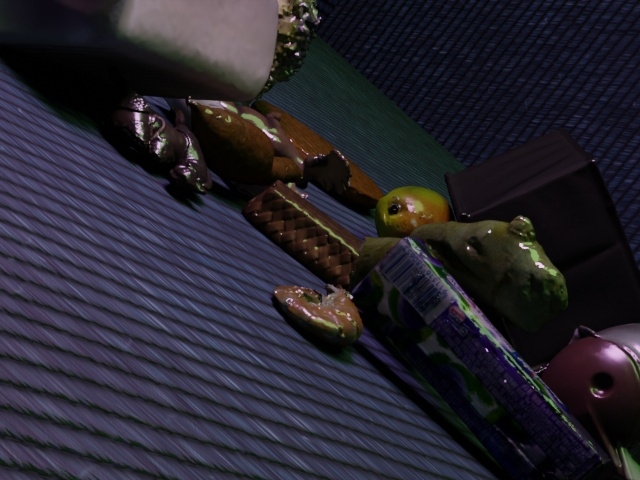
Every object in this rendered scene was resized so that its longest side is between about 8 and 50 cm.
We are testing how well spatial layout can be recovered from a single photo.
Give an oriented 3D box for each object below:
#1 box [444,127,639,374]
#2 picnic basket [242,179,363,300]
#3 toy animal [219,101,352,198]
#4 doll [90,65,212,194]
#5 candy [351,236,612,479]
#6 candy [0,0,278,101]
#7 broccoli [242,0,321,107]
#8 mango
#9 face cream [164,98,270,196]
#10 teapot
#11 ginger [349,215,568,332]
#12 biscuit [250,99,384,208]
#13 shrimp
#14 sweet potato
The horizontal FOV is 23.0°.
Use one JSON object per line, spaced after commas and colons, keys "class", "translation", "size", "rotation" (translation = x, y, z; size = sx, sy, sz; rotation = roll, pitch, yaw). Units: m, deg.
{"class": "box", "translation": [0.319, 0.006, 2.251], "size": [0.345, 0.204, 0.251], "rotation": [-88, 155, -77]}
{"class": "picnic basket", "translation": [0.000, 0.000, 1.854], "size": [0.193, 0.055, 0.110], "rotation": [36, 10, -1]}
{"class": "toy animal", "translation": [-0.069, -0.123, 2.102], "size": [0.214, 0.093, 0.186], "rotation": [27, 9, -19]}
{"class": "doll", "translation": [-0.176, -0.106, 1.722], "size": [0.139, 0.057, 0.165], "rotation": [34, 15, -36]}
{"class": "candy", "translation": [0.161, 0.135, 1.600], "size": [0.312, 0.088, 0.061], "rotation": [50, 13, 17]}
{"class": "candy", "translation": [-0.213, -0.259, 1.814], "size": [0.208, 0.145, 0.359], "rotation": [4, -5, 23]}
{"class": "broccoli", "translation": [-0.176, -0.334, 2.286], "size": [0.353, 0.275, 0.397], "rotation": [7, 8, 7]}
{"class": "mango", "translation": [0.144, -0.015, 2.269], "size": [0.233, 0.111, 0.125], "rotation": [38, 35, -74]}
{"class": "face cream", "translation": [-0.129, -0.129, 1.989], "size": [0.092, 0.058, 0.243], "rotation": [21, 26, -51]}
{"class": "teapot", "translation": [0.378, 0.239, 1.747], "size": [0.312, 0.233, 0.315], "rotation": [19, 48, -43]}
{"class": "ginger", "translation": [0.146, 0.046, 1.698], "size": [0.290, 0.137, 0.089], "rotation": [-14, -23, 43]}
{"class": "biscuit", "translation": [-0.008, -0.130, 2.452], "size": [0.262, 0.037, 0.262], "rotation": [37, 10, -8]}
{"class": "shrimp", "translation": [0.000, 0.070, 1.612], "size": [0.099, 0.041, 0.180], "rotation": [24, 11, 3]}
{"class": "sweet potato", "translation": [-0.086, -0.098, 1.861], "size": [0.075, 0.075, 0.269], "rotation": [44, 6, 29]}
